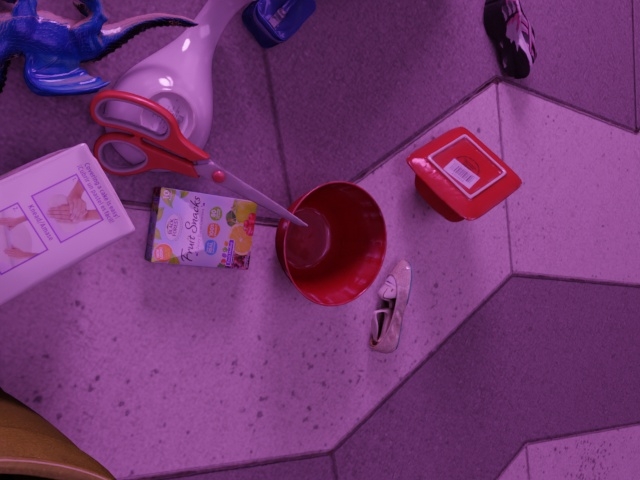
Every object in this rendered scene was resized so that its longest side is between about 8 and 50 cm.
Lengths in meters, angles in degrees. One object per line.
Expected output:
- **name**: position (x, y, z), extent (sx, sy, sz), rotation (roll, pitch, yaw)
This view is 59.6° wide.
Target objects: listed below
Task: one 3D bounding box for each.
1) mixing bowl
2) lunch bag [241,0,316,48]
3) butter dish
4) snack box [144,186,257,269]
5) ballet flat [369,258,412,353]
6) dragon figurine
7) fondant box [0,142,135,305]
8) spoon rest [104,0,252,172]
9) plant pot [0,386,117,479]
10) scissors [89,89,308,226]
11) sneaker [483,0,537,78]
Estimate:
- **mixing bowl**: position (0.000, 0.000, 0.842), extent (0.181, 0.098, 0.181), rotation (-5, 99, -33)
- **lunch bag**: position (-0.053, -0.326, 0.788), extent (0.067, 0.065, 0.098), rotation (46, 72, -29)
- **butter dish**: position (0.236, -0.096, 0.983), extent (0.160, 0.118, 0.160), rotation (-32, 70, -28)
- **snack box**: position (-0.162, -0.014, 0.771), extent (0.141, 0.037, 0.100), rotation (7, 91, -33)
- **ballet flat**: position (0.119, 0.113, 0.962), extent (0.052, 0.057, 0.168), rotation (9, 90, -24)
- **dragon figurine**: position (-0.290, -0.206, 0.634), extent (0.289, 0.085, 0.144), rotation (-4, 99, -30)
- **fondant box**: position (-0.367, 0.025, 0.520), extent (0.330, 0.238, 0.096), rotation (-35, 112, -25)
- **spoon rest**: position (-0.172, -0.216, 0.728), extent (0.137, 0.084, 0.276), rotation (31, 92, -31)
- **plant pot**: position (-0.358, 0.268, 0.475), extent (0.366, 0.353, 0.366), rotation (-11, 109, -35)
- **scissors**: position (-0.140, -0.097, 0.698), extent (0.297, 0.021, 0.109), rotation (17, 117, -11)
- **sneaker**: position (0.366, -0.403, 1.063), extent (0.077, 0.072, 0.178), rotation (-46, 126, -33)
